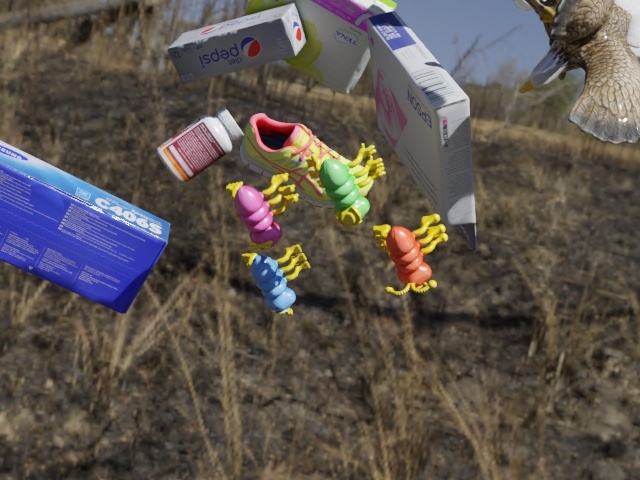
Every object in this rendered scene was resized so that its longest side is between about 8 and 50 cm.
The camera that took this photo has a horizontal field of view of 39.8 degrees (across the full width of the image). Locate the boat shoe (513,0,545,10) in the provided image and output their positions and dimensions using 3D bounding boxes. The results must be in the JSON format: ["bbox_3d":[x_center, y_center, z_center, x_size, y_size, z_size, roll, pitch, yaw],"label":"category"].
[{"bbox_3d":[0.334,-0.451,1.446,0.077,0.219,0.070,32,-34,-25],"label":"boat shoe"}]

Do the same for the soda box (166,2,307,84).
[{"bbox_3d":[-0.180,-0.425,1.917,0.286,0.091,0.098,-9,30,22],"label":"soda box"}]

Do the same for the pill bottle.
[{"bbox_3d":[-0.222,-0.179,1.648,0.086,0.152,0.086,54,-1,2],"label":"pill bottle"}]

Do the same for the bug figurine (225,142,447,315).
[{"bbox_3d":[0.000,0.000,1.070,0.278,0.216,0.072,-13,34,27],"label":"bug figurine"}]

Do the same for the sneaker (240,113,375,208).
[{"bbox_3d":[-0.022,-0.116,1.243,0.208,0.082,0.094,21,-32,10],"label":"sneaker"}]

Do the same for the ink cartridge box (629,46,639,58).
[{"bbox_3d":[0.661,-0.291,1.337,0.308,0.091,0.385,-27,24,-6],"label":"ink cartridge box"}]

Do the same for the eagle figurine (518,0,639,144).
[{"bbox_3d":[0.371,-0.269,1.216,0.226,0.225,0.298,18,14,-9],"label":"eagle figurine"}]

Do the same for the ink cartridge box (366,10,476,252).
[{"bbox_3d":[0.174,-0.183,1.547,0.071,0.330,0.324,-17,41,-8],"label":"ink cartridge box"}]

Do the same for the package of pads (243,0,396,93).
[{"bbox_3d":[-0.014,-0.484,1.945,0.296,0.229,0.101,31,38,3],"label":"package of pads"}]

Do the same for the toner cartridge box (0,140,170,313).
[{"bbox_3d":[-0.439,-0.026,1.446,0.347,0.165,0.075,27,22,-18],"label":"toner cartridge box"}]
